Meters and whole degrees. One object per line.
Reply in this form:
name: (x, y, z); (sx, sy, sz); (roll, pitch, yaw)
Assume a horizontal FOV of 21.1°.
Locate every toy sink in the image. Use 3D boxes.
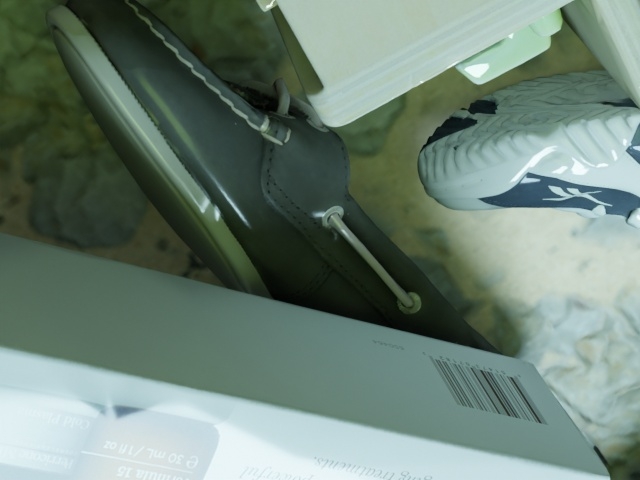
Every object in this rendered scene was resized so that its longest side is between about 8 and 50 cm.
toy sink: (0.024, -0.141, 0.694); (0.131, 0.153, 0.234); (-29, 117, 6)

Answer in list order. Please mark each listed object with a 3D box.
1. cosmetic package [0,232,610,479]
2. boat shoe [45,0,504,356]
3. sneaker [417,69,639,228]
cosmetic package: (-0.107, 0.153, 0.716); (0.377, 0.097, 0.284); (14, 115, -26)
boat shoe: (0.000, 0.000, 0.791); (0.095, 0.112, 0.335); (-40, 121, -8)
sneaker: (0.169, -0.005, 0.811); (0.235, 0.094, 0.153); (-14, 108, -13)
